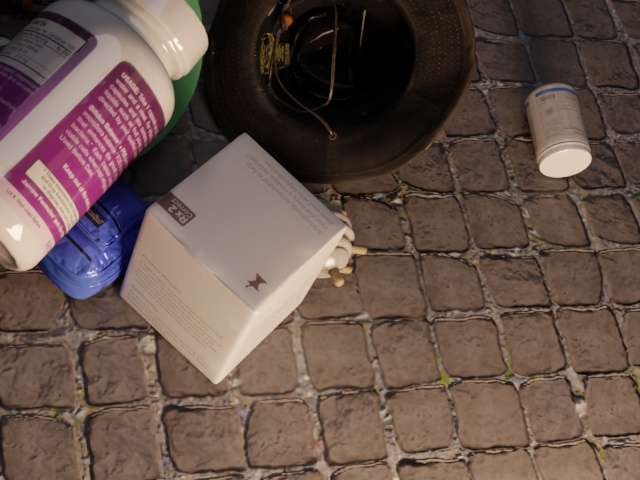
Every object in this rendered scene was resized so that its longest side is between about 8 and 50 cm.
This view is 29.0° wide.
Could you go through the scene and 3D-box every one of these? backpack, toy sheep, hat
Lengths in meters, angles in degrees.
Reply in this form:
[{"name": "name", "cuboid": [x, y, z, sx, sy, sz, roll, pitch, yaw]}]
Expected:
[{"name": "backpack", "cuboid": [-0.243, -0.008, 1.306, 0.098, 0.101, 0.120, 42, 62, 14]}, {"name": "toy sheep", "cuboid": [0.000, 0.000, 1.398, 0.091, 0.091, 0.132, -11, 47, -25]}, {"name": "hat", "cuboid": [0.034, -0.216, 1.478, 0.331, 0.331, 0.134, 50, 17, 12]}]

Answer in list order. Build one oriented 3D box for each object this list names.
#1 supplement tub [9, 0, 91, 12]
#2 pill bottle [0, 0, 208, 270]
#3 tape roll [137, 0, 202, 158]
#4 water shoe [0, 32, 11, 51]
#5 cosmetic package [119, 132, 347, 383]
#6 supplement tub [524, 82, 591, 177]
[{"name": "supplement tub", "cuboid": [-0.302, -0.316, 1.462, 0.198, 0.106, 0.106, 9, 58, -14]}, {"name": "pill bottle", "cuboid": [-0.253, -0.130, 1.224, 0.169, 0.169, 0.301, 39, 71, 5]}, {"name": "tape roll", "cuboid": [-0.289, -0.226, 1.345, 0.321, 0.077, 0.321, 0, 89, -27]}, {"name": "water shoe", "cuboid": [-0.435, -0.178, 1.368, 0.203, 0.073, 0.080, -24, 43, -27]}, {"name": "cosmetic package", "cuboid": [-0.095, 0.021, 1.290, 0.151, 0.184, 0.151, 43, 56, 7]}, {"name": "supplement tub", "cuboid": [0.307, -0.144, 1.600, 0.071, 0.071, 0.107, 3, 61, -18]}]
